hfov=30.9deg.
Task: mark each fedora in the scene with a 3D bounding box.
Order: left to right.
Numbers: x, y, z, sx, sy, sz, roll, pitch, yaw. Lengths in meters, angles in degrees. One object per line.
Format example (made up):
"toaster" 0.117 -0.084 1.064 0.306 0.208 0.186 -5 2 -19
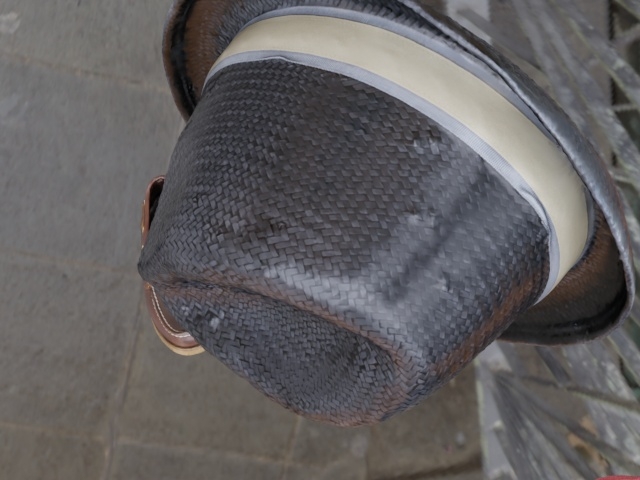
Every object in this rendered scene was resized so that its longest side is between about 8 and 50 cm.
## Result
"fedora" 0.000 0.000 0.653 0.334 0.334 0.152 50 64 -22

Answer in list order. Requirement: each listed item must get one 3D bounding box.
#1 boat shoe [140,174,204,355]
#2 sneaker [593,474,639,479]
"boat shoe" -0.150 0.021 1.177 0.073 0.207 0.073 -15 137 -6
"sneaker" 0.339 0.334 1.422 0.136 0.116 0.314 20 148 -23
